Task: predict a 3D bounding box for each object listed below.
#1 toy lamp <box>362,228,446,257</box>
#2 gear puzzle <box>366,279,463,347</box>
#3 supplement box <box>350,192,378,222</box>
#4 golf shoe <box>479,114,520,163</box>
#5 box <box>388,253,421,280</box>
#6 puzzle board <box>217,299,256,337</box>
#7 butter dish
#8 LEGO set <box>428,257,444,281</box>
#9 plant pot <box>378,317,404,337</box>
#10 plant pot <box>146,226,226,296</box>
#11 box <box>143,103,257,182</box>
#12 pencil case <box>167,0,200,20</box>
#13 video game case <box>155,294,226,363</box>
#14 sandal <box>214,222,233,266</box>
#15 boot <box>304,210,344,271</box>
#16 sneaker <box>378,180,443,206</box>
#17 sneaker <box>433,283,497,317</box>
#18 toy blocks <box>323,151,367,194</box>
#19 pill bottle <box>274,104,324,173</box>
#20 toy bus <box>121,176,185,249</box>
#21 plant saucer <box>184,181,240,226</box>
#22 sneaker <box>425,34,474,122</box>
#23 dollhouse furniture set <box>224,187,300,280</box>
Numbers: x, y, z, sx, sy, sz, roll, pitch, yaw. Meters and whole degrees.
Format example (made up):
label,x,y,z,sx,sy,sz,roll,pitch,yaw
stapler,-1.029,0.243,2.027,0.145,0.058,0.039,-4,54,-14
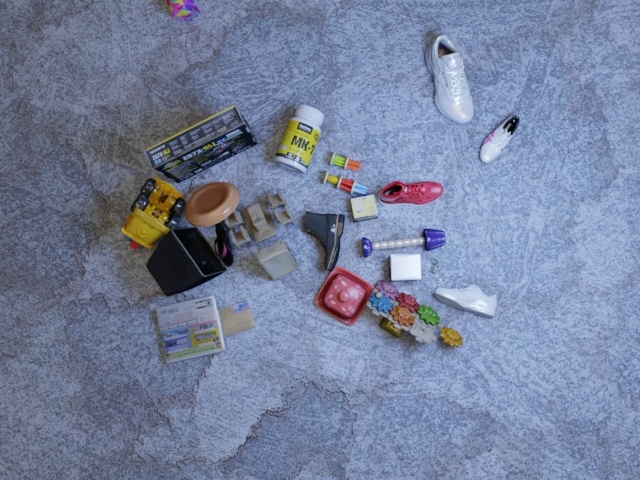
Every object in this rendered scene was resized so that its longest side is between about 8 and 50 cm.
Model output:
label,x,y,z,sx,sy,sz,roll,pitch,yaw
toy lamp,0.278,0.006,1.843,0.274,0.080,0.080,-7,85,1
gear puzzle,0.315,0.245,1.781,0.338,0.175,0.044,32,124,5
supplement box,0.147,-0.111,1.870,0.083,0.056,0.083,-11,85,2
golf shoe,0.599,-0.344,1.853,0.067,0.086,0.186,35,89,4
box,0.278,0.090,1.823,0.101,0.101,0.087,-1,85,3
puzzle board,-0.294,0.268,1.883,0.128,0.011,0.096,-19,83,1
butter dish,0.078,0.182,1.818,0.160,0.118,0.160,30,88,5
LEGO set,0.396,0.099,1.855,0.054,0.023,0.083,-32,84,0
plant pot,0.248,0.272,1.819,0.081,0.083,0.081,32,87,4
plant pot,-0.457,0.080,1.832,0.167,0.188,0.187,-37,84,13
box,-0.380,-0.309,1.814,0.321,0.257,0.079,-26,83,1
pencil case,-0.507,-0.899,1.948,0.104,0.104,0.236,-20,84,1
video game case,-0.441,0.301,1.876,0.212,0.023,0.194,-13,85,5
sandal,-0.331,0.019,1.842,0.067,0.179,0.040,24,47,27
boot,0.000,0.000,1.867,0.136,0.077,0.198,9,72,8
sneaker,0.304,-0.157,1.830,0.221,0.128,0.087,-12,86,3
sneaker,0.481,0.181,1.828,0.212,0.080,0.094,19,75,-2
toy blocks,0.098,-0.225,1.884,0.148,0.054,0.123,20,87,4
pill bottle,-0.069,-0.343,1.870,0.119,0.119,0.209,20,86,4
toy bus,-0.577,-0.076,1.857,0.149,0.220,0.211,35,120,-23
plant saucer,-0.368,-0.130,1.849,0.199,0.037,0.200,-12,47,13
sneaker,0.432,-0.539,1.846,0.114,0.152,0.305,-21,86,-1
dollhouse furniture set,-0.177,-0.012,1.862,0.212,0.161,0.242,-25,62,0
